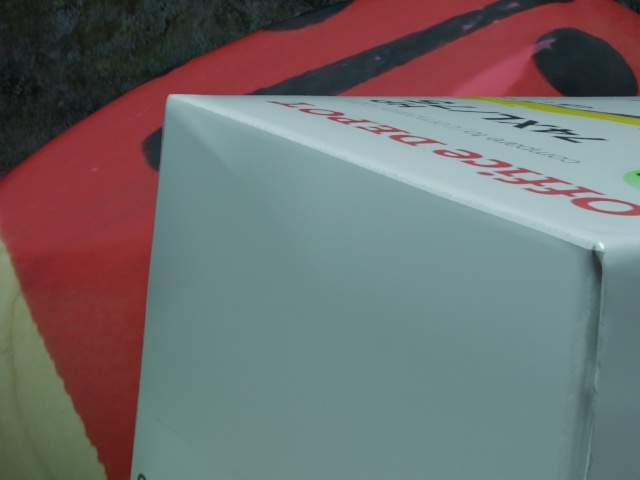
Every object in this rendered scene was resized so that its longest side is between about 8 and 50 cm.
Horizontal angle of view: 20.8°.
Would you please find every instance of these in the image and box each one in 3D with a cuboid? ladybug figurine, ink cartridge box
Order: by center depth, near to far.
[{"bbox_3d":[0.107,0.067,0.510,0.270,0.197,0.198,-3,15,-33],"label":"ink cartridge box"},{"bbox_3d":[0.000,0.000,0.823,0.449,0.162,0.305,-25,34,-6],"label":"ladybug figurine"}]
